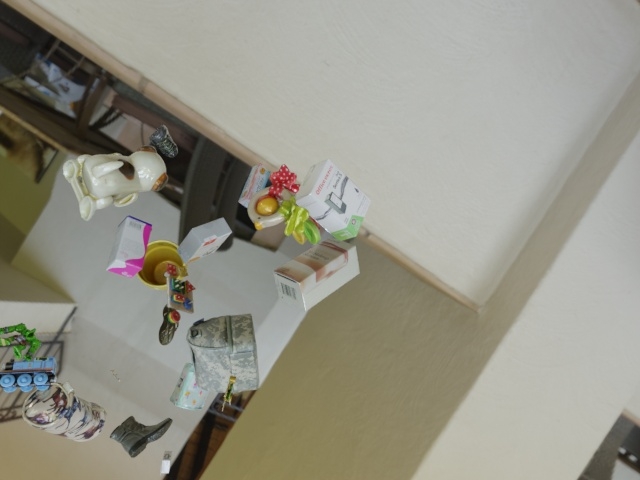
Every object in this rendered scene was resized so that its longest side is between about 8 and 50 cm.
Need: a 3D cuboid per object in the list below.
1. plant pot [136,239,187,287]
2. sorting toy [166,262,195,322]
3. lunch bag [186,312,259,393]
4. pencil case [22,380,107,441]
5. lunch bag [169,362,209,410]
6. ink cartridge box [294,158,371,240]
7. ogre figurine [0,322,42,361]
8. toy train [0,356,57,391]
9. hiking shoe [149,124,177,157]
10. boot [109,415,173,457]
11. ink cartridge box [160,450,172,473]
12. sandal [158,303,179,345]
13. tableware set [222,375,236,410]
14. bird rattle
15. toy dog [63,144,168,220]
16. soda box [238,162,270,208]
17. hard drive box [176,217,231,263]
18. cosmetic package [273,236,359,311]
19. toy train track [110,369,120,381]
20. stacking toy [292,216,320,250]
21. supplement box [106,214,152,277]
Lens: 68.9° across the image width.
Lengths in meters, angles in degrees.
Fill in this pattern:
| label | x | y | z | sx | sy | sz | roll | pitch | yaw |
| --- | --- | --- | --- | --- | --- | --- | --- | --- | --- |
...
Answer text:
| label | x | y | z | sx | sy | sz | roll | pitch | yaw |
| --- | --- | --- | --- | --- | --- | --- | --- | --- | --- |
| plant pot | -0.823 | 0.151 | 2.461 | 0.253 | 0.254 | 0.239 | 33 | 160 | 4 |
| sorting toy | -0.560 | 0.209 | 1.903 | 0.132 | 0.046 | 0.275 | 33 | -143 | -53 |
| lunch bag | -0.382 | 0.448 | 1.839 | 0.255 | 0.306 | 0.213 | -7 | -143 | -13 |
| pencil case | -1.012 | 0.700 | 1.890 | 0.160 | 0.183 | 0.411 | 56 | 162 | 26 |
| lunch bag | -0.680 | 0.773 | 2.474 | 0.159 | 0.224 | 0.262 | 18 | 162 | 11 |
| ink cartridge box | 0.052 | -0.161 | 1.884 | 0.272 | 0.199 | 0.114 | 41 | 147 | -25 |
| ogre figurine | -1.331 | 0.446 | 2.080 | 0.196 | 0.097 | 0.118 | 29 | -153 | 9 |
| toy train | -1.006 | 0.458 | 1.603 | 0.183 | 0.080 | 0.105 | 3 | -127 | -20 |
| hiking shoe | -0.625 | -0.398 | 1.901 | 0.114 | 0.086 | 0.227 | 43 | 174 | -14 |
| boot | -0.806 | 0.844 | 2.110 | 0.161 | 0.084 | 0.246 | 35 | -146 | 19 |
| ink cartridge box | -0.558 | 0.806 | 1.689 | 0.028 | 0.048 | 0.083 | 6 | -176 | -10 |
| sandal | -0.683 | 0.378 | 2.127 | 0.060 | 0.089 | 0.220 | 48 | -160 | -43 |
| tableware set | -0.285 | 0.474 | 1.478 | 0.024 | 0.104 | 0.154 | 14 | 140 | -4 |
| bird rattle | -0.155 | -0.137 | 1.600 | 0.143 | 0.206 | 0.254 | 71 | 177 | -60 |
| toy dog | -0.944 | -0.326 | 2.226 | 0.407 | 0.395 | 0.285 | -23 | -100 | -46 |
| soda box | -0.262 | -0.217 | 1.864 | 0.063 | 0.183 | 0.058 | 37 | 144 | -31 |
| hard drive box | -0.559 | 0.002 | 2.238 | 0.181 | 0.232 | 0.089 | -26 | -100 | -42 |
| cosmetic package | -0.010 | 0.117 | 1.726 | 0.153 | 0.296 | 0.129 | 17 | 127 | 42 |
| toy train track | -0.857 | 0.565 | 1.956 | 0.083 | 0.014 | 0.048 | 23 | 138 | 40 |
| stacking toy | 0.000 | 0.000 | 2.355 | 0.309 | 0.130 | 0.279 | 58 | 157 | 1 |
| supplement box | -0.792 | 0.027 | 1.938 | 0.111 | 0.113 | 0.220 | 26 | -133 | -34 |
